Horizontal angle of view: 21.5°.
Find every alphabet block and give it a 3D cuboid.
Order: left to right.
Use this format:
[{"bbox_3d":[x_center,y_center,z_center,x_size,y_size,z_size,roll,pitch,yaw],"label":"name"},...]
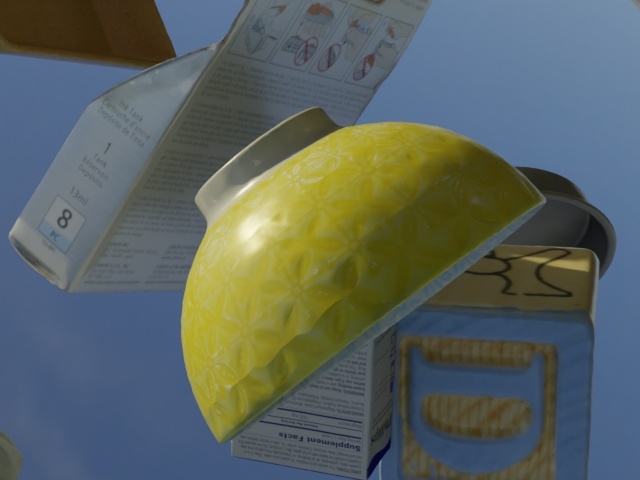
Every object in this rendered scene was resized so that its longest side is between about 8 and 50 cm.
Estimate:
[{"bbox_3d":[0.158,0.120,1.552,0.192,0.193,0.197,5,-161,10],"label":"alphabet block"}]

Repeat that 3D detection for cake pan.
[{"bbox_3d":[0.186,0.011,1.912,0.293,0.293,0.054,19,-133,-36],"label":"cake pan"}]

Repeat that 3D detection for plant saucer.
[{"bbox_3d":[-0.340,-0.336,1.951,0.333,0.081,0.332,-1,-114,-60],"label":"plant saucer"}]

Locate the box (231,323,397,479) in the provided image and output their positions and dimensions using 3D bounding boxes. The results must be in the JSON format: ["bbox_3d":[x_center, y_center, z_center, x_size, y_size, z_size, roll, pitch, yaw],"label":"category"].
[{"bbox_3d":[-0.005,0.123,1.449,0.126,0.137,0.072,8,-161,17],"label":"box"}]

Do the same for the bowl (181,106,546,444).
[{"bbox_3d":[0.000,0.000,1.203,0.156,0.289,0.289,53,-156,5],"label":"bowl"}]

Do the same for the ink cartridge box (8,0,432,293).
[{"bbox_3d":[-0.072,-0.127,1.495,0.091,0.385,0.308,38,-165,23],"label":"ink cartridge box"}]

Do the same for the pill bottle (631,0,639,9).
[{"bbox_3d":[0.302,-0.377,1.745,0.283,0.161,0.161,48,-158,-4],"label":"pill bottle"}]

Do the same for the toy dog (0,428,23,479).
[{"bbox_3d":[-0.535,0.075,1.694,0.408,0.284,0.395,60,178,38],"label":"toy dog"}]
